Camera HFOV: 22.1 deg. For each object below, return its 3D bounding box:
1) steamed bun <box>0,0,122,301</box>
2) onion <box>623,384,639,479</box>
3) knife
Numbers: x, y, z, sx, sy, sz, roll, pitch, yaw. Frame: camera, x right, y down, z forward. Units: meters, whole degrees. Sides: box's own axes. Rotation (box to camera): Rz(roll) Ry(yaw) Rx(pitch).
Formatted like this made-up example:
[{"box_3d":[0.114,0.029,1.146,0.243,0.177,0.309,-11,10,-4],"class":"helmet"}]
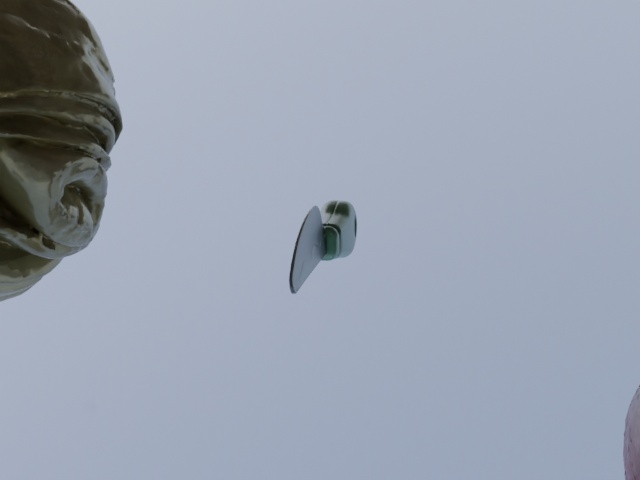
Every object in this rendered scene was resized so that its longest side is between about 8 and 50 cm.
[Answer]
[{"box_3d":[-0.299,-0.067,1.409,0.276,0.289,0.203,26,-151,-37],"class":"steamed bun"},{"box_3d":[0.398,0.192,1.424,0.276,0.276,0.276,4,-134,-5],"class":"onion"},{"box_3d":[0.000,-0.002,1.495,0.035,0.063,0.260,2,-172,9],"class":"knife"}]
